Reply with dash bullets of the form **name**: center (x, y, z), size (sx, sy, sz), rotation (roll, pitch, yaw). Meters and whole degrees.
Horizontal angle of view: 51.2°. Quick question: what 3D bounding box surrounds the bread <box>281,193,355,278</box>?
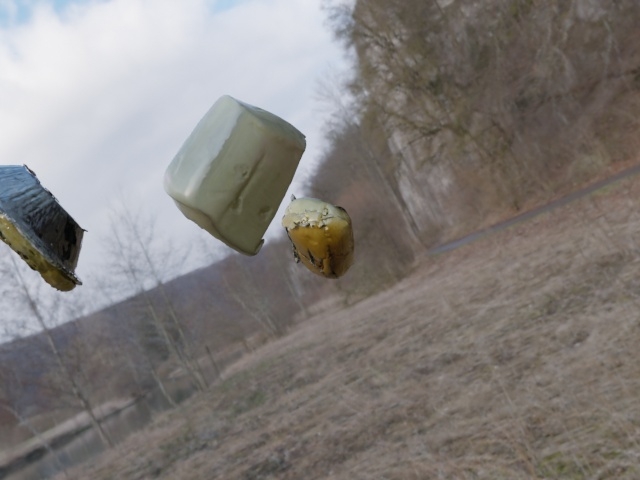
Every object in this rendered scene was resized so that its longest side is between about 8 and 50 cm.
- **bread**: center (0.000, 0.000, 0.694), size (0.072, 0.053, 0.106), rotation (13, -26, 15)

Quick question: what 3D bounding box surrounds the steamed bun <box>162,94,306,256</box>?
- **steamed bun**: center (-0.141, -0.120, 1.083), size (0.225, 0.170, 0.200), rotation (-56, -44, -5)

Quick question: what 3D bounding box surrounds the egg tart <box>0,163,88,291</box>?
- **egg tart**: center (-0.402, -0.031, 0.926), size (0.094, 0.234, 0.234), rotation (-42, -1, -15)
